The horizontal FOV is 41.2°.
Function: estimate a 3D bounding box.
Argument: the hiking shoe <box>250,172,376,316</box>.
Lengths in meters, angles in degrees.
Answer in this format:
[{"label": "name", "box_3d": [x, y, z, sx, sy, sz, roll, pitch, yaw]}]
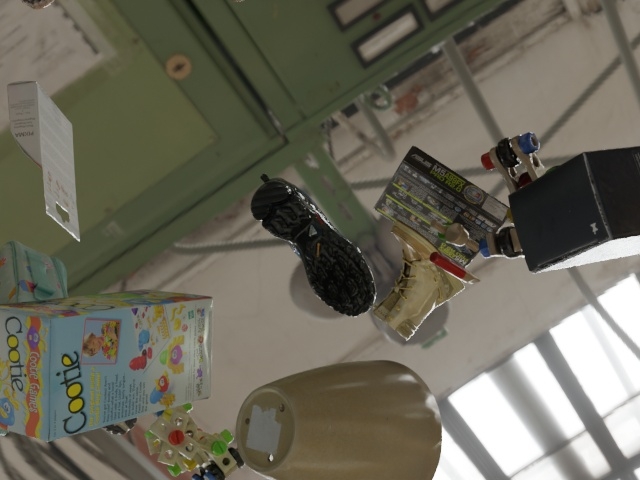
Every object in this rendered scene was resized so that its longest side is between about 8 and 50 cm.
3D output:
[{"label": "hiking shoe", "box_3d": [0.000, 0.000, 1.541, 0.113, 0.304, 0.132, -34, -166, 13]}]

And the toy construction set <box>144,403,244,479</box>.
[{"label": "toy construction set", "box_3d": [-0.278, 0.424, 1.807, 0.151, 0.215, 0.328, -37, 180, -15]}]

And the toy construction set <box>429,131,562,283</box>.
[{"label": "toy construction set", "box_3d": [0.387, -0.022, 1.633, 0.309, 0.237, 0.257, -41, -138, 23]}]

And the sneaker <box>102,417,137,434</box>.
[{"label": "sneaker", "box_3d": [-0.488, 0.291, 1.787, 0.107, 0.275, 0.110, -35, -167, -8]}]

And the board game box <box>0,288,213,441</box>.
[{"label": "board game box", "box_3d": [-0.280, 0.146, 1.085, 0.142, 0.275, 0.144, 4, -87, 33]}]

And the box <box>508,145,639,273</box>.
[{"label": "box", "box_3d": [0.364, -0.041, 1.043, 0.207, 0.108, 0.153, -7, 167, -27]}]

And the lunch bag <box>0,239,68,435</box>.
[{"label": "lunch bag", "box_3d": [-0.453, 0.133, 1.242, 0.224, 0.108, 0.279, -52, -147, 7]}]

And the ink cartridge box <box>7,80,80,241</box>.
[{"label": "ink cartridge box", "box_3d": [-0.472, -0.130, 1.459, 0.066, 0.189, 0.232, -5, -105, 1]}]

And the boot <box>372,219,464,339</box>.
[{"label": "boot", "box_3d": [0.192, 0.095, 1.947, 0.203, 0.262, 0.095, -44, -143, -1]}]

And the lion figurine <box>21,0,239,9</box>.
[{"label": "lion figurine", "box_3d": [-0.144, -0.298, 0.767, 0.392, 0.142, 0.240, 2, -151, -6]}]

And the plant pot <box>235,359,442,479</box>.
[{"label": "plant pot", "box_3d": [0.008, 0.303, 1.336, 0.256, 0.274, 0.256, -13, -110, 40]}]

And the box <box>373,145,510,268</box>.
[{"label": "box", "box_3d": [0.278, -0.074, 1.991, 0.060, 0.270, 0.216, -54, 175, -33]}]
